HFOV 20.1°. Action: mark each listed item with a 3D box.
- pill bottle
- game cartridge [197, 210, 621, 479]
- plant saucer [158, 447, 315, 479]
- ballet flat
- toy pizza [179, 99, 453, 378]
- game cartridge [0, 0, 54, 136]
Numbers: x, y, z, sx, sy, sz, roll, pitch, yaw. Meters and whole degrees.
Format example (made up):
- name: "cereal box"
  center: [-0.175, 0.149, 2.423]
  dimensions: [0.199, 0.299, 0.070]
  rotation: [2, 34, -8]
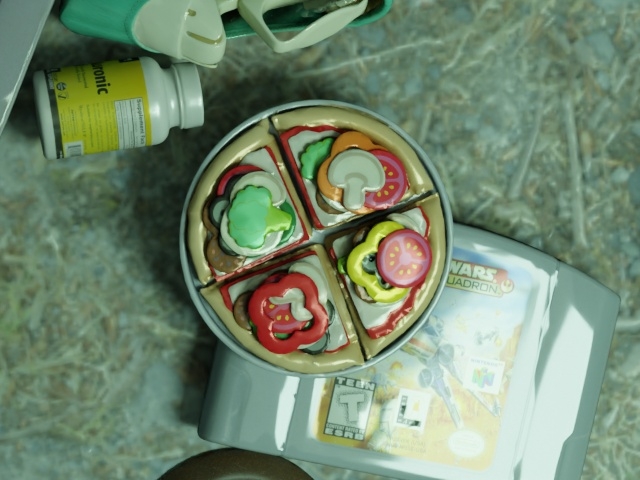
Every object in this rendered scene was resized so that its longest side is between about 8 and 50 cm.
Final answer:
- name: "pill bottle"
  center: [-0.144, -0.097, 1.293]
  dimensions: [0.116, 0.065, 0.065]
  rotation: [-9, 96, -11]
- name: "game cartridge"
  center: [0.072, 0.080, 1.355]
  dimensions: [0.297, 0.062, 0.198]
  rotation: [12, 96, -11]
- name: "plant saucer"
  center: [-0.062, 0.240, 1.353]
  dimensions: [0.168, 0.029, 0.168]
  rotation: [-1, 93, -11]
- name: "ballet flat"
  center: [-0.059, -0.169, 1.285]
  dimensions: [0.247, 0.083, 0.087]
  rotation: [-13, 56, -12]
- name: "toy pizza"
  center: [0.000, 0.000, 1.292]
  dimensions: [0.201, 0.032, 0.201]
  rotation: [-1, 94, -11]
- name: "game cartridge"
  center: [-0.326, -0.123, 1.261]
  dimensions: [0.230, 0.068, 0.355]
  rotation: [22, 90, -8]
